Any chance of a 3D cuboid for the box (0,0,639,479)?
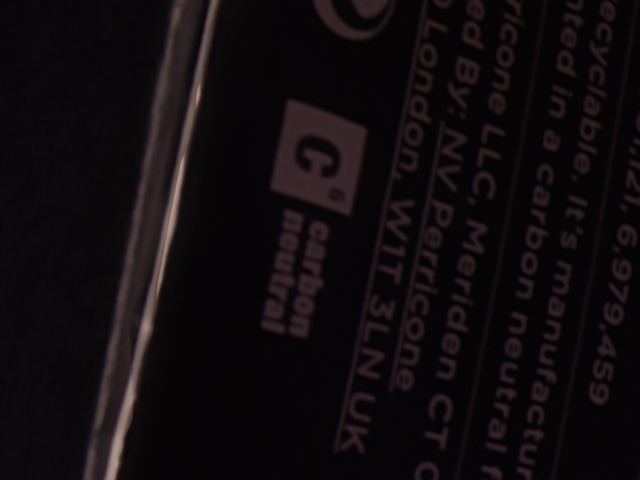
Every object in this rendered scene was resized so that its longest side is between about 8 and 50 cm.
[{"bbox_3d":[0.000,0.000,0.669,0.480,0.471,0.297,-1,77,50],"label":"box"}]
